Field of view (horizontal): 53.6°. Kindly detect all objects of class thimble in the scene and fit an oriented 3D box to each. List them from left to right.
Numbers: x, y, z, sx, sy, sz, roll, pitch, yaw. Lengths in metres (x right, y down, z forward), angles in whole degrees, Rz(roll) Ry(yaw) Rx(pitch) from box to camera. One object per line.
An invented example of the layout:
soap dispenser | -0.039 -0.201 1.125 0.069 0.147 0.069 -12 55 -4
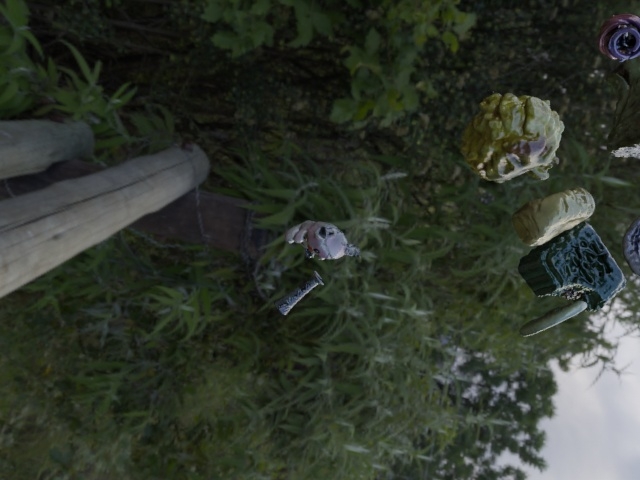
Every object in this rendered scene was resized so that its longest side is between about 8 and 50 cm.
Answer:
thimble | 1.146 0.033 2.126 0.157 0.217 0.245 22 71 -42

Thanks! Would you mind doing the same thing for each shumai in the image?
shumai | 1.079 -0.460 2.008 0.397 0.324 0.323 -24 -106 43

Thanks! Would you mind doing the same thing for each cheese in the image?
cheese | 0.656 -0.071 1.771 0.226 0.214 0.117 109 -42 -76

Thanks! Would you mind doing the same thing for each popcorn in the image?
popcorn | 0.410 -0.217 1.352 0.218 0.189 0.169 131 -45 -58

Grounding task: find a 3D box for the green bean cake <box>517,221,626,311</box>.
green bean cake | 0.931 0.123 2.328 0.300 0.308 0.169 -34 178 -21

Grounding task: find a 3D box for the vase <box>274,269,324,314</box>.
vase | -0.068 0.167 2.022 0.167 0.059 0.059 -39 -179 6

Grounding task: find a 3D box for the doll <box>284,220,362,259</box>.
doll | 0.000 0.000 1.687 0.149 0.192 0.095 38 73 -39

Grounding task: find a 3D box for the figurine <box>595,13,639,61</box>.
figurine | 0.790 -0.550 1.697 0.126 0.114 0.157 58 7 -31

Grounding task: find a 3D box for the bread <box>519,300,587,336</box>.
bread | 0.602 0.210 1.679 0.193 0.036 0.112 -34 168 33
